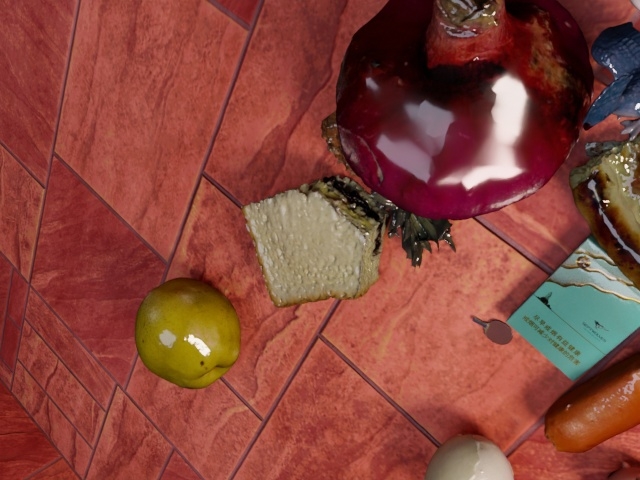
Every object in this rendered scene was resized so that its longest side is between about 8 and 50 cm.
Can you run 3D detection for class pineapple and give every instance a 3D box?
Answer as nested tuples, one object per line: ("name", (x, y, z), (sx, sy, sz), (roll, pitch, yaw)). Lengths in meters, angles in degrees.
("pineapple", (0.151, -0.114, 1.137), (0.165, 0.165, 0.364), (-32, 95, 39))

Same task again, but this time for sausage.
("sausage", (0.528, 0.263, 1.016), (0.097, 0.094, 0.348), (42, 125, 1))

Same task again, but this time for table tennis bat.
("table tennis bat", (0.342, 0.176, 1.174), (0.083, 0.007, 0.050), (29, 122, 23))

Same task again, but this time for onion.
("onion", (0.214, -0.232, 0.848), (0.398, 0.420, 0.398), (0, 82, 0))

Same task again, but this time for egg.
("egg", (0.303, 0.493, 1.200), (0.183, 0.183, 0.217), (20, 127, 30))

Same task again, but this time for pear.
("pear", (-0.348, 0.236, 1.536), (0.294, 0.294, 0.294), (13, 113, 32))

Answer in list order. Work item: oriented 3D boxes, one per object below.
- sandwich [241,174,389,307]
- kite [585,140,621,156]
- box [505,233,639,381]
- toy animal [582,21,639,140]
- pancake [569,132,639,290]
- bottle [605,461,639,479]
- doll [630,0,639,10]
("sandwich", (0.000, 0.001, 1.286), (0.325, 0.131, 0.262), (-14, 96, 41))
("kite", (0.548, -0.160, 0.902), (0.267, 0.013, 0.323), (-9, 99, 37))
("box", (0.464, 0.122, 1.044), (0.162, 0.041, 0.229), (42, 126, 16))
("toy animal", (0.456, -0.206, 0.807), (0.255, 0.176, 0.239), (-36, 73, 0))
("pancake", (0.594, -0.019, 0.863), (0.427, 0.067, 0.305), (49, 122, 15))
("bottle", (0.572, 0.516, 1.046), (0.147, 0.147, 0.237), (-11, 92, 38))
("doll", (0.435, -0.411, 0.706), (0.240, 0.310, 0.284), (-39, 82, 36))
